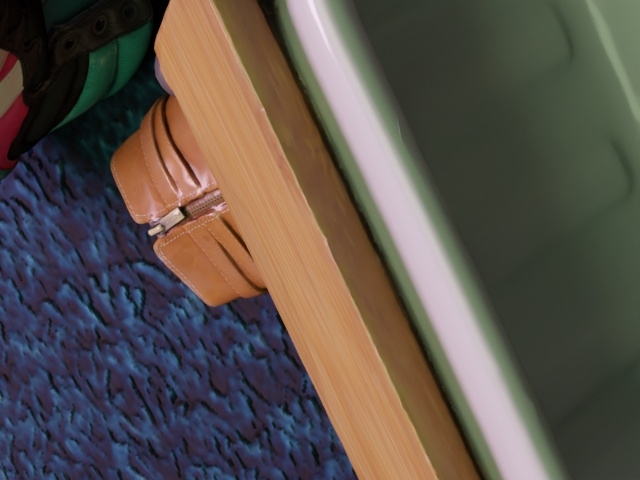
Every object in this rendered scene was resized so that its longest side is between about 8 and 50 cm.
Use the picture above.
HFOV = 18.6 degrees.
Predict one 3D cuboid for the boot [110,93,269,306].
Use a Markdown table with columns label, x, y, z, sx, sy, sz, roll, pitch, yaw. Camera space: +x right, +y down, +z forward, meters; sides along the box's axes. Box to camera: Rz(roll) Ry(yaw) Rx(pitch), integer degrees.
| label | x | y | z | sx | sy | sz | roll | pitch | yaw |
| --- | --- | --- | --- | --- | --- | --- | --- | --- | --- |
| boot | 0.000 | 0.000 | 0.857 | 0.152 | 0.073 | 0.197 | -34 | 81 | 38 |

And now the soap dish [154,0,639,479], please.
| label | x | y | z | sx | sy | sz | roll | pitch | yaw |
| --- | --- | --- | --- | --- | --- | --- | --- | --- | --- |
| soap dish | 0.084 | -0.008 | 0.710 | 0.118 | 0.229 | 0.291 | -10 | 109 | 53 |

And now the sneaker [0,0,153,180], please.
| label | x | y | z | sx | sy | sz | roll | pitch | yaw |
| --- | --- | --- | --- | --- | --- | --- | --- | --- | --- |
| sneaker | -0.150 | -0.106 | 0.824 | 0.124 | 0.178 | 0.295 | 41 | 158 | 7 |
